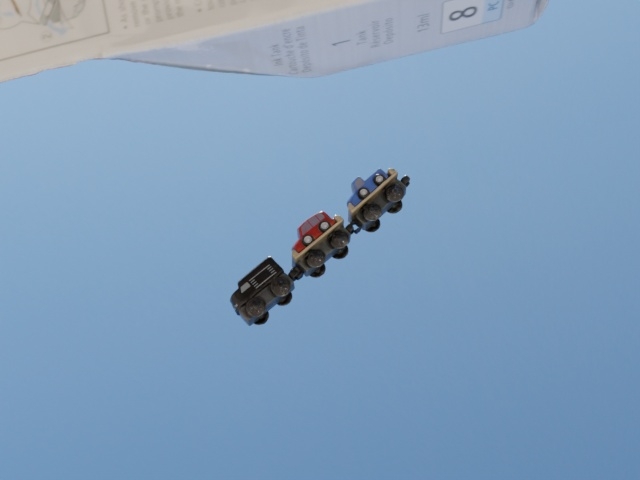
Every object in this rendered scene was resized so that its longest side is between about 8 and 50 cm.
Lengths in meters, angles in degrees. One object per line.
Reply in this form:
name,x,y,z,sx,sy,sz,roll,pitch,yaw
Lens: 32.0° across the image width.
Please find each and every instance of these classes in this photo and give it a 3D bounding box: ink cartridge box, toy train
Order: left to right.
ink cartridge box,-0.087,-0.236,0.675,0.385,0.091,0.308,-14,-108,0
toy train,0.000,0.000,0.784,0.158,0.027,0.036,-39,-109,-15
